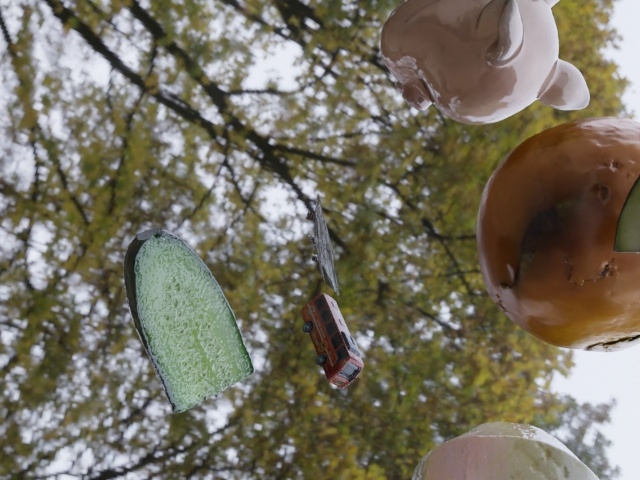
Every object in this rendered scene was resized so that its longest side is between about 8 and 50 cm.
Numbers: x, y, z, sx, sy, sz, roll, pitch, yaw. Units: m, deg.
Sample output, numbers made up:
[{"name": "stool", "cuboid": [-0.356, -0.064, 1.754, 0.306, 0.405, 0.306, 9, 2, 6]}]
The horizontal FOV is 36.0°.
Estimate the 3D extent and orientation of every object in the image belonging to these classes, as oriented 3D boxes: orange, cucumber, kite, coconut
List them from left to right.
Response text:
[{"name": "cucumber", "cuboid": [-0.162, 0.081, 1.116, 0.115, 0.244, 0.063, -33, -139, -25]}, {"name": "kite", "cuboid": [-0.002, 0.000, 1.410, 0.245, 0.015, 0.141, -153, -125, -84]}, {"name": "coconut", "cuboid": [0.213, 0.350, 1.149, 0.259, 0.259, 0.259, -21, -122, 38]}, {"name": "orange", "cuboid": [0.279, -0.003, 1.008, 0.246, 0.246, 0.246, -21, -122, 38]}]

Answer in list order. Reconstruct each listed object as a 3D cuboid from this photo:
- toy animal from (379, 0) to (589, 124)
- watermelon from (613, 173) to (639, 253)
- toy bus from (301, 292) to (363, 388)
[{"name": "toy animal", "cuboid": [0.208, -0.293, 1.181, 0.326, 0.237, 0.269, -48, -127, 10]}, {"name": "watermelon", "cuboid": [0.348, -0.028, 0.782, 0.193, 0.145, 0.137, -42, -115, 30]}, {"name": "toy bus", "cuboid": [0.012, 0.106, 1.053, 0.043, 0.031, 0.110, -41, -138, 15]}]
